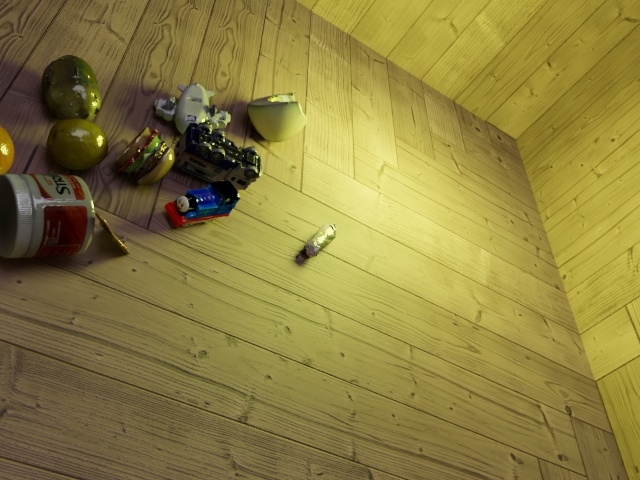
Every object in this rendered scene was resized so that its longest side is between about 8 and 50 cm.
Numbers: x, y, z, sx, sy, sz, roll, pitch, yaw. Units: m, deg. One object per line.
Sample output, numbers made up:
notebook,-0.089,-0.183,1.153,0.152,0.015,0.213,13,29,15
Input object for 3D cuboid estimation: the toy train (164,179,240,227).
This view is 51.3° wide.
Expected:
toy train,-0.356,-0.110,2.012,0.204,0.131,0.083,-14,64,-49

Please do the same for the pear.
pear,-0.678,-0.270,1.858,0.162,0.149,0.149,4,51,-49

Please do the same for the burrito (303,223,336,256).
burrito,0.000,0.001,2.299,0.064,0.064,0.203,43,34,0

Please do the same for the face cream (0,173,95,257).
face cream,-0.672,-0.060,1.606,0.187,0.201,0.201,-3,56,-44

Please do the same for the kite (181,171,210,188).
kite,-0.389,-0.211,2.189,0.156,0.011,0.139,4,49,-41

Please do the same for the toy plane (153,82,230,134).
toy plane,-0.439,-0.447,2.284,0.267,0.122,0.267,10,44,-10

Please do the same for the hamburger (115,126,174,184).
hamburger,-0.514,-0.243,1.983,0.137,0.175,0.175,43,34,-23

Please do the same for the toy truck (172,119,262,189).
toy truck,-0.331,-0.259,2.160,0.268,0.155,0.124,25,40,-30

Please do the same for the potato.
potato,-0.742,-0.455,1.987,0.169,0.143,0.248,23,39,-42

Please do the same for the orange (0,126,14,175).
orange,-0.855,-0.229,1.652,0.177,0.155,0.177,38,31,-29

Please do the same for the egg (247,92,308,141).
egg,-0.167,-0.457,2.521,0.206,0.162,0.271,-12,20,-13

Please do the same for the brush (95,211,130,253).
brush,-0.536,-0.026,1.690,0.103,0.272,0.013,46,75,3
